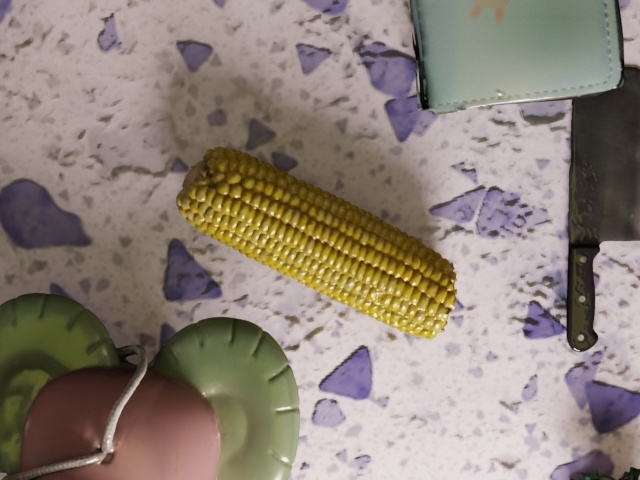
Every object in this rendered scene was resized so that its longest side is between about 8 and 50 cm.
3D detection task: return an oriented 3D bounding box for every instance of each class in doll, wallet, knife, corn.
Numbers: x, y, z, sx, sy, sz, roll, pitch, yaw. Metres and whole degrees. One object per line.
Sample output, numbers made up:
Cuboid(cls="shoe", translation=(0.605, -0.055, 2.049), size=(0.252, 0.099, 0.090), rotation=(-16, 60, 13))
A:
Cuboid(cls="doll", translation=(-0.163, 0.184, 0.987), size=(0.284, 0.216, 0.269), rotation=(6, 90, 2))
Cuboid(cls="wallet", translation=(0.155, -0.236, 1.010), size=(0.176, 0.075, 0.251), rotation=(-6, 97, 4))
Cuboid(cls="knife", translation=(0.247, -0.026, 1.059), size=(0.072, 0.019, 0.245), rotation=(2, 94, -1))
Cuboid(cls="corn", translation=(0.000, 0.000, 1.032), size=(0.248, 0.081, 0.081), rotation=(26, 95, -1))

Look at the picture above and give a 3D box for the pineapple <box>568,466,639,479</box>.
Cuboid(cls="pineapple", translation=(0.237, 0.305, 1.060), size=(0.103, 0.083, 0.221), rotation=(9, 93, -1))
